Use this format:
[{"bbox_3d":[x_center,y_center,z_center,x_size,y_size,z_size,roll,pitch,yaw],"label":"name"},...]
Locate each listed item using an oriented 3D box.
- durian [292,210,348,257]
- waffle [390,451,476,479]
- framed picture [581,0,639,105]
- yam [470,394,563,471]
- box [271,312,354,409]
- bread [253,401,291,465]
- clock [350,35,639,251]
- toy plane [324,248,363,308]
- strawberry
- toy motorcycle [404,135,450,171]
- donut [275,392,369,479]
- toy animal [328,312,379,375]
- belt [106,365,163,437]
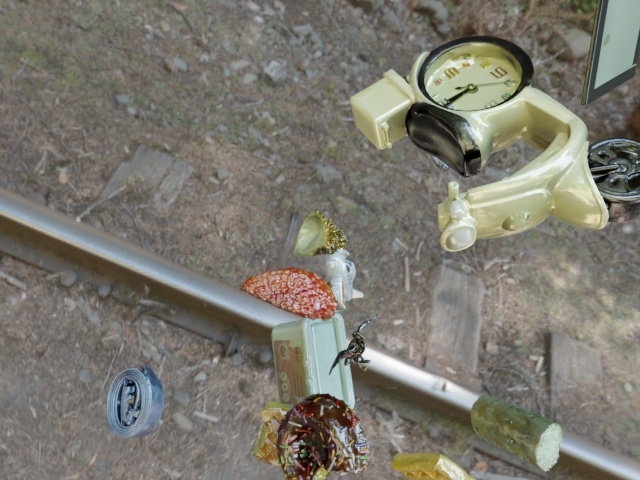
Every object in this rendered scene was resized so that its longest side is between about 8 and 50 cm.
[{"bbox_3d":[0.000,0.000,1.745,0.144,0.252,0.139,36,78,-29],"label":"durian"},{"bbox_3d":[0.360,0.705,1.712,0.248,0.221,0.055,40,57,-13],"label":"waffle"},{"bbox_3d":[0.695,-0.511,1.342,0.265,0.346,0.016,-30,41,-31],"label":"framed picture"},{"bbox_3d":[0.439,0.431,1.326,0.107,0.194,0.107,-7,102,-35],"label":"yam"},{"bbox_3d":[-0.035,0.375,1.734,0.175,0.183,0.311,-2,83,-48],"label":"box"},{"bbox_3d":[-0.104,0.497,1.504,0.125,0.086,0.156,9,96,-10],"label":"bread"},{"bbox_3d":[0.229,-0.127,0.792,0.277,0.120,0.379,-30,53,-4],"label":"clock"},{"bbox_3d":[0.076,0.129,2.025,0.118,0.244,0.244,-3,56,12],"label":"toy plane"},{"bbox_3d":[-0.058,0.120,1.431,0.236,0.175,0.106,21,90,-36],"label":"strawberry"},{"bbox_3d":[0.280,-0.246,1.426,0.151,0.074,0.228,13,44,-44],"label":"toy motorcycle"},{"bbox_3d":[-0.008,0.458,1.313,0.096,0.230,0.216,6,62,-51],"label":"donut"},{"bbox_3d":[0.080,0.250,1.341,0.062,0.107,0.220,13,40,31],"label":"toy animal"},{"bbox_3d":[-0.510,0.444,1.609,0.142,0.082,0.190,-9,69,13],"label":"belt"}]
